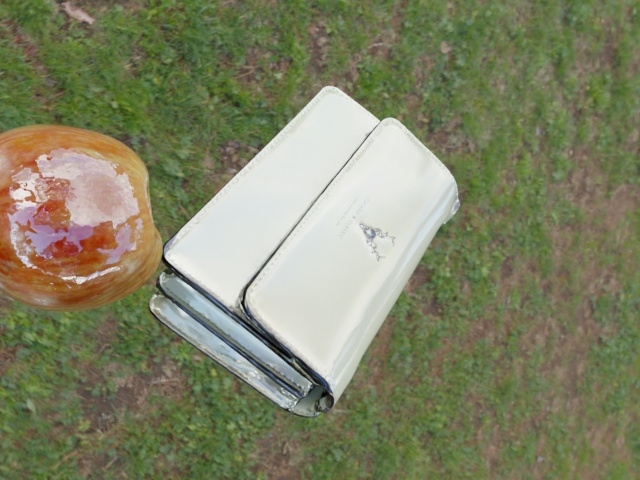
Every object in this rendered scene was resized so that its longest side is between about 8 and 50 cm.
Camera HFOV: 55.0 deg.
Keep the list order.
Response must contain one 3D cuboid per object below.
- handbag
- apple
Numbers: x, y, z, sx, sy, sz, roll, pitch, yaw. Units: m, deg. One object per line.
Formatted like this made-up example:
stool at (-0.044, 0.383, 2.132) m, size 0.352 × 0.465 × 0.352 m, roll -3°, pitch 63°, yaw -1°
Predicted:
handbag at (0.000, 0.000, 0.738) m, size 0.237 × 0.160 × 0.358 m, roll 37°, pitch 53°, yaw 1°
apple at (-0.190, -0.017, 0.471) m, size 0.131 × 0.146 × 0.146 m, roll -8°, pitch 103°, yaw -22°
